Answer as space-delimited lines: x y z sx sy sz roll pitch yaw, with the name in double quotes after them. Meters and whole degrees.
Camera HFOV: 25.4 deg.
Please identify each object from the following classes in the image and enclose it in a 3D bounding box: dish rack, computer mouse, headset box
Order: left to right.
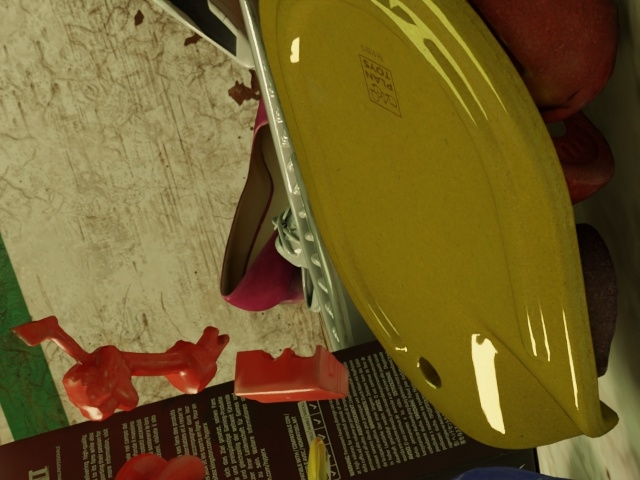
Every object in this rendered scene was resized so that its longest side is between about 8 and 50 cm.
-0.060 -0.168 1.157 0.193 0.042 0.106 35 -168 -11 "computer mouse"
-0.031 0.188 0.752 0.110 0.293 0.218 -109 5 -54 "headset box"
0.020 -0.011 0.929 0.285 0.072 0.333 76 177 -46 "dish rack"

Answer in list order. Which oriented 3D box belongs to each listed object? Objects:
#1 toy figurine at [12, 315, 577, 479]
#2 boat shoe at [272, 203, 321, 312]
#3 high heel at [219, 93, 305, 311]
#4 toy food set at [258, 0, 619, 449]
0.024 0.192 0.432 0.191 0.217 0.363 31 -122 -51 "toy figurine"
0.000 0.000 1.286 0.227 0.081 0.079 77 176 -55 "boat shoe"
-0.056 -0.054 1.370 0.117 0.082 0.244 4 -90 -56 "high heel"
0.047 -0.037 0.396 0.128 0.071 0.218 36 151 45 "toy food set"
